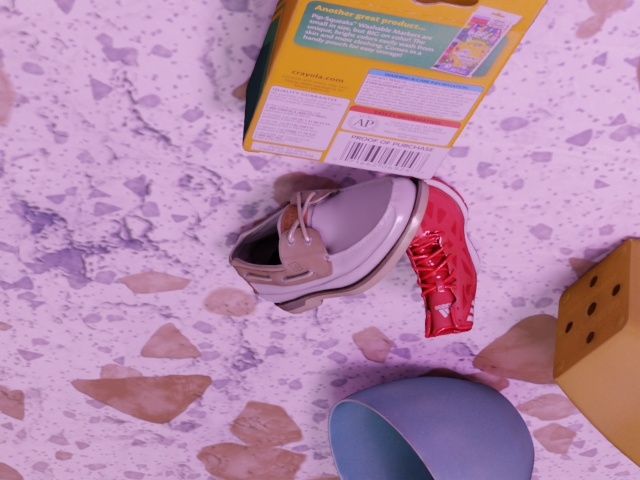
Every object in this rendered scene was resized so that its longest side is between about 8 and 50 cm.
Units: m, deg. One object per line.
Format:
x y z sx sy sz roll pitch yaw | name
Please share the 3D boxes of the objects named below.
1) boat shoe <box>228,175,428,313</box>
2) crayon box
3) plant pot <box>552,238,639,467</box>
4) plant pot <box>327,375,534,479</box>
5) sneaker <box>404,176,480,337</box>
0.000 0.000 1.433 0.103 0.113 0.302 28 145 -21 | boat shoe
0.058 -0.180 1.202 0.203 0.083 0.323 8 153 -12 | crayon box
0.399 0.122 1.561 0.187 0.212 0.212 29 136 -14 | plant pot
0.173 0.298 1.755 0.195 0.290 0.290 -28 151 -25 | plant pot
0.138 0.030 1.482 0.087 0.128 0.221 -17 140 20 | sneaker
